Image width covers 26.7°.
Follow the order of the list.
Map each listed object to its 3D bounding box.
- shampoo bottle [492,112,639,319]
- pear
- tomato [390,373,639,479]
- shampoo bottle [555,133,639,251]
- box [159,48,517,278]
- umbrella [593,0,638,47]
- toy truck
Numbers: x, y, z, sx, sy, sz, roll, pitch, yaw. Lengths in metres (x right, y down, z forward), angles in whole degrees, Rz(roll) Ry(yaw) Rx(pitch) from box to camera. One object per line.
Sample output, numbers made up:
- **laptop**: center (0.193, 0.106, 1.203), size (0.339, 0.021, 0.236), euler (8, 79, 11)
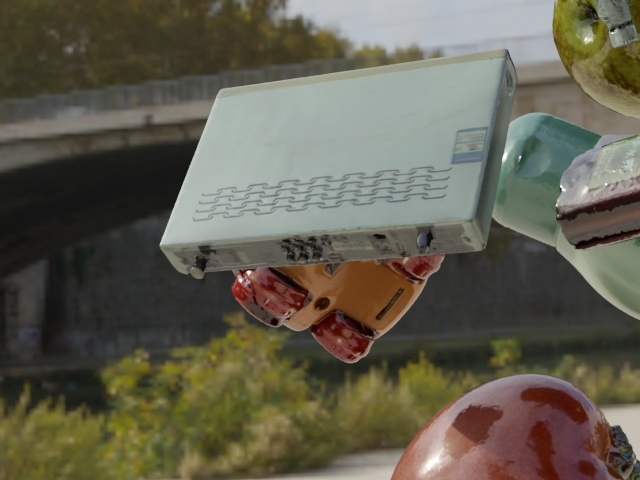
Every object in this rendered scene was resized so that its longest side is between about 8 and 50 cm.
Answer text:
- **shampoo bottle**: center (0.353, -0.036, 1.576), size (0.349, 0.222, 0.151), euler (24, -5, 18)
- **pear**: center (0.432, -0.285, 1.679), size (0.283, 0.284, 0.283), euler (-2, -3, 0)
- **tomato**: center (0.227, 0.319, 1.565), size (0.321, 0.321, 0.321), euler (-2, -3, 0)
- **shampoo bottle**: center (0.371, -0.074, 1.239), size (0.323, 0.084, 0.129), euler (-17, 28, 47)
- **box**: center (0.016, -0.059, 1.085), size (0.270, 0.211, 0.045), euler (-6, -42, 25)
- **umbrella**: center (0.320, -0.311, 1.521), size (0.050, 0.188, 0.046), euler (-20, 3, 1)
- **toy truck**: center (0.000, 0.000, 1.584), size (0.265, 0.189, 0.239), euler (33, 11, -36)
